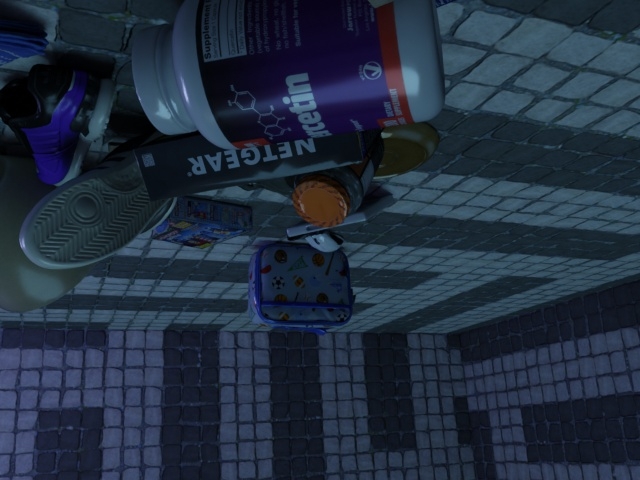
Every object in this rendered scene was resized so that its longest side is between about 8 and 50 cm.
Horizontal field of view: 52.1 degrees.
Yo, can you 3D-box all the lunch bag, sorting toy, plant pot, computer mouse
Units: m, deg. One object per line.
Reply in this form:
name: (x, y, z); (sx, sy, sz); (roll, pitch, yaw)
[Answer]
lunch bag: (-0.049, 0.137, 1.818); (0.304, 0.243, 0.115); (5, 161, -23)
sorting toy: (-0.351, -0.163, 1.181); (0.062, 0.012, 0.083); (2, 162, -15)
plant pot: (0.107, -0.164, 1.233); (0.236, 0.032, 0.236); (-3, 164, -1)
plant pot: (-0.543, -0.042, 1.167); (0.284, 0.284, 0.191); (-10, 141, 21)
computer mouse: (0.000, 0.000, 1.722); (0.106, 0.042, 0.193); (-15, 159, 31)

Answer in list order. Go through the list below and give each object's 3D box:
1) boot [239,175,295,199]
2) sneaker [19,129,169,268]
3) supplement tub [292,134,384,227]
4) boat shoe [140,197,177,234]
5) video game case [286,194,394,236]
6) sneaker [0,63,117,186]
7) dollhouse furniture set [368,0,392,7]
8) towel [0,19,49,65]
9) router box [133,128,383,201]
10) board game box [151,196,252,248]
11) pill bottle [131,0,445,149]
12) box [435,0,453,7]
boot: (-0.074, -0.117, 1.316); (0.161, 0.083, 0.246); (3, 166, 23)
sneaker: (-0.342, -0.067, 1.060); (0.148, 0.131, 0.350); (-7, -153, 44)
supplement tub: (0.028, -0.114, 1.079); (0.117, 0.190, 0.117); (13, 133, 15)
boat shoe: (-0.426, -0.063, 1.328); (0.335, 0.112, 0.096); (-13, 165, 38)
video game case: (0.047, -0.057, 1.437); (0.184, 0.023, 0.201); (-12, -172, 25)
sneaker: (-0.419, -0.181, 0.992); (0.146, 0.102, 0.293); (15, 152, -29)
dollhouse furniture set: (0.044, -0.312, 0.526); (0.101, 0.160, 0.182); (-13, 161, 28)
towel: (-0.535, -0.206, 0.811); (0.336, 0.040, 0.243); (-13, -175, 27)
router box: (-0.073, -0.151, 0.951); (0.309, 0.081, 0.243); (-9, -161, 16)
board game box: (-0.291, -0.044, 1.497); (0.194, 0.060, 0.194); (-18, 157, 39)
pill bottle: (-0.033, -0.200, 0.723); (0.323, 0.181, 0.181); (-7, 162, 15)
box: (0.047, -0.297, 0.784); (0.225, 0.036, 0.136); (-15, 159, 32)
